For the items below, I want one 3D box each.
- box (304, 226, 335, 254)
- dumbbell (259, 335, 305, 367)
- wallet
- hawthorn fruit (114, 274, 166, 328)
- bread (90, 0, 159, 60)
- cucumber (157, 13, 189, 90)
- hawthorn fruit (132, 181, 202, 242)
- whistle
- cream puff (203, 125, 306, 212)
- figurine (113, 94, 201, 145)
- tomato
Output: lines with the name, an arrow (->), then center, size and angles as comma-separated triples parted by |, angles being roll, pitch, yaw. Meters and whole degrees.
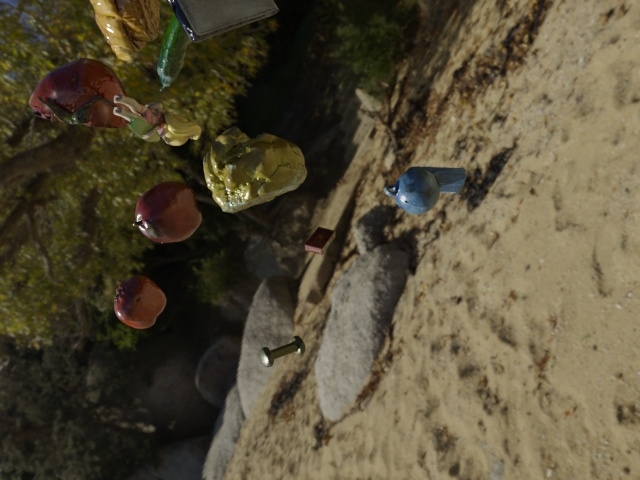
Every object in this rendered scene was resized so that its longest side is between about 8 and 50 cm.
box -> 0.000, 0.000, 1.600 | 0.082, 0.051, 0.023 | -53, -30, -41
dumbbell -> -0.094, 0.277, 1.515 | 0.117, 0.052, 0.046 | -15, -37, -35
wallet -> -0.212, -0.511, 1.249 | 0.222, 0.167, 0.036 | -31, 2, -29
hawthorn fruit -> -0.421, 0.145, 1.408 | 0.128, 0.128, 0.128 | -61, 2, 4
bread -> -0.428, -0.524, 1.317 | 0.236, 0.120, 0.198 | 85, 179, -49
cucumber -> -0.322, -0.424, 1.336 | 0.250, 0.056, 0.056 | -59, 3, 42
hawthorn fruit -> -0.452, -0.075, 1.750 | 0.202, 0.185, 0.185 | -30, -21, -42
whistle -> 0.190, -0.088, 1.083 | 0.090, 0.157, 0.090 | -179, 90, -80
cream puff -> -0.241, -0.269, 2.123 | 0.378, 0.276, 0.378 | -20, -1, 0
figurine -> -0.322, -0.235, 1.198 | 0.187, 0.083, 0.083 | 22, -81, -51
tomato -> -0.678, -0.442, 1.752 | 0.309, 0.308, 0.170 | -65, -7, -65
